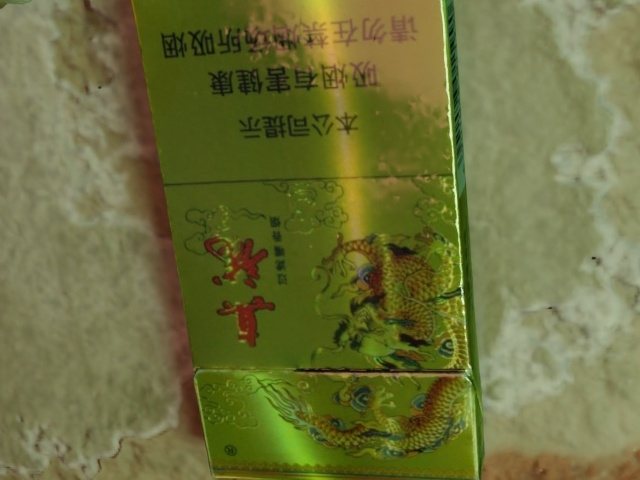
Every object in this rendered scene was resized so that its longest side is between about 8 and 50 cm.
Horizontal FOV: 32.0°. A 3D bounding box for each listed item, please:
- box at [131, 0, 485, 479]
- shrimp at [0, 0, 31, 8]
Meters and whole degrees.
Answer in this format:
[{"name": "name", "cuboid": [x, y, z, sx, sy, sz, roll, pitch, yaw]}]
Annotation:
[{"name": "box", "cuboid": [0.000, 0.000, 0.645, 0.173, 0.043, 0.311, -1, 111, 14]}, {"name": "shrimp", "cuboid": [-0.108, -0.170, 0.598, 0.166, 0.049, 0.161, 20, 134, -8]}]
